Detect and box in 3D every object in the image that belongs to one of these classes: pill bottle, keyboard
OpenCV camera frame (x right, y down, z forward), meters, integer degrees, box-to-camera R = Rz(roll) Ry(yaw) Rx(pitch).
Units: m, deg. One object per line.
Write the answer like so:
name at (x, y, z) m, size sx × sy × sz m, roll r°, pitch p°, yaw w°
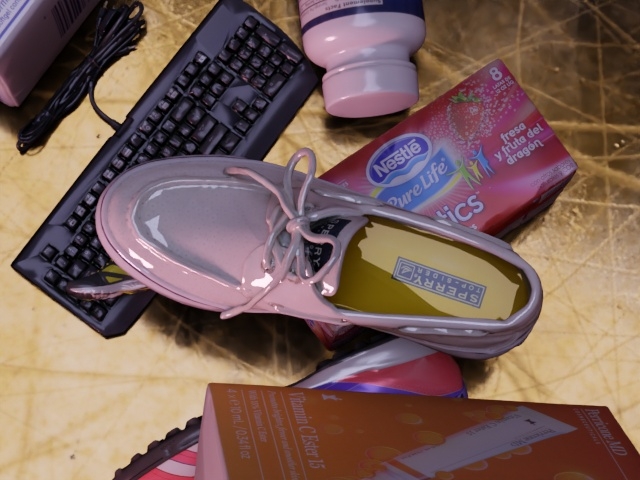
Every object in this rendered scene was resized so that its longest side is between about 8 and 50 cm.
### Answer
pill bottle at (0.035, -0.209, 1.733) m, size 0.112 × 0.112 × 0.187 m, roll -6°, pitch 79°, yaw -2°
keyboard at (-0.165, -0.092, 1.747) m, size 0.201 × 0.033 × 0.317 m, roll 36°, pitch 79°, yaw 6°

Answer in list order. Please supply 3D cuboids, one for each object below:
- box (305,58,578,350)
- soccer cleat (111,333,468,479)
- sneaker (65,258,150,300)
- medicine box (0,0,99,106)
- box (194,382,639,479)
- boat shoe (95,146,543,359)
box at (0.079, -0.028, 1.688) m, size 0.257 × 0.128 × 0.123 m, roll -34°, pitch 82°, yaw -7°
soccer cleat at (-0.023, 0.176, 1.661) m, size 0.318 × 0.108 × 0.116 m, roll -23°, pitch 84°, yaw -8°
sneaker at (-0.181, 0.031, 1.701) m, size 0.083 × 0.031 × 0.035 m, roll -7°, pitch 78°, yaw -16°
medicine box at (-0.316, -0.313, 1.728) m, size 0.289 × 0.149 × 0.263 m, roll 34°, pitch 80°, yaw 6°
box at (0.079, 0.237, 1.541) m, size 0.345 × 0.215 × 0.168 m, roll 4°, pitch 109°, yaw -10°
boat shoe at (-0.001, 0.009, 1.534) m, size 0.367 × 0.156 × 0.136 m, roll 17°, pitch 79°, yaw 2°
